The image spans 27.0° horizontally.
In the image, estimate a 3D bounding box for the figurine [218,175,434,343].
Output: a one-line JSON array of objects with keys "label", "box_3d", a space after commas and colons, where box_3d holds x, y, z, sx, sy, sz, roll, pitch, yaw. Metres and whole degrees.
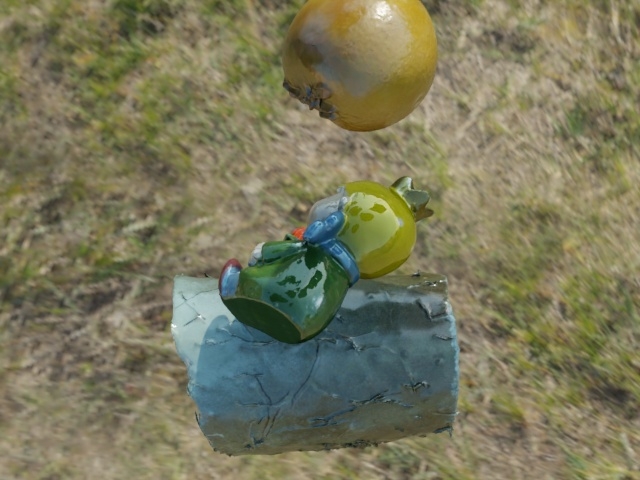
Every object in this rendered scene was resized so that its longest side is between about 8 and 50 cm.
[{"label": "figurine", "box_3d": [0.006, 0.009, 1.519, 0.234, 0.127, 0.185, -53, 27, -20]}]

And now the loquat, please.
[{"label": "loquat", "box_3d": [0.036, -0.165, 1.179, 0.141, 0.141, 0.141, -5, 75, 20]}]

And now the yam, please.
[{"label": "yam", "box_3d": [0.000, 0.147, 1.660, 0.348, 0.241, 0.241, -4, 75, 6]}]
